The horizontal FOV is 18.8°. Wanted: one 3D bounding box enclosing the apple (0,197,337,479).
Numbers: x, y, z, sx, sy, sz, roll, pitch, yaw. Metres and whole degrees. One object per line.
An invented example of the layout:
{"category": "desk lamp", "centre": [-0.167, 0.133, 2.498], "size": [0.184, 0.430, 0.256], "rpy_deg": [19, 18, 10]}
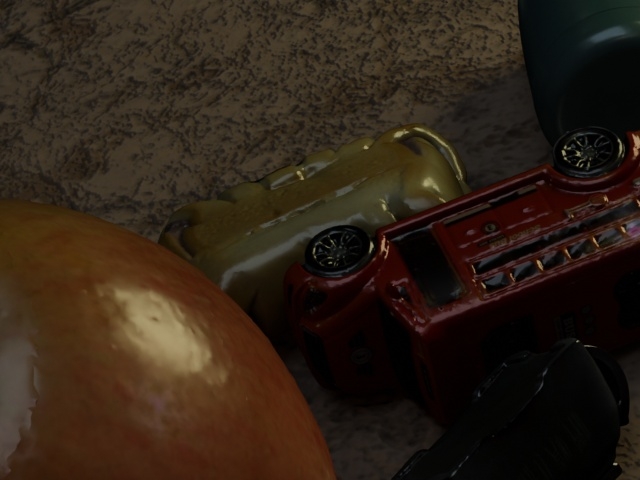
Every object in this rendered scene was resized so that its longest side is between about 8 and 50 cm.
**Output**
{"category": "apple", "centre": [-0.174, 0.147, 1.005], "size": [0.364, 0.364, 0.364], "rpy_deg": [-11, 40, 9]}

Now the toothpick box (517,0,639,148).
{"category": "toothpick box", "centre": [0.198, -0.142, 1.351], "size": [0.120, 0.120, 0.184], "rpy_deg": [-14, 38, 6]}

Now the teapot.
{"category": "teapot", "centre": [0.119, 0.132, 1.097], "size": [0.177, 0.096, 0.087], "rpy_deg": [-45, 8, -26]}

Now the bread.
{"category": "bread", "centre": [0.000, 0.000, 1.290], "size": [0.225, 0.081, 0.134], "rpy_deg": [-21, 29, -4]}

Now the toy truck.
{"category": "toy truck", "centre": [0.110, 0.030, 1.197], "size": [0.253, 0.107, 0.114], "rpy_deg": [-22, 44, -6]}
